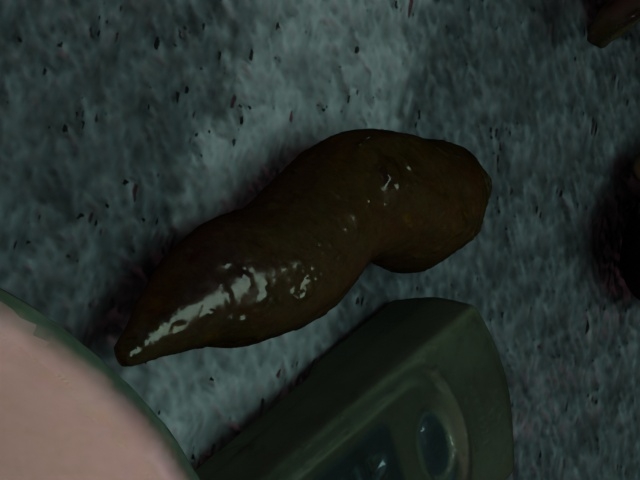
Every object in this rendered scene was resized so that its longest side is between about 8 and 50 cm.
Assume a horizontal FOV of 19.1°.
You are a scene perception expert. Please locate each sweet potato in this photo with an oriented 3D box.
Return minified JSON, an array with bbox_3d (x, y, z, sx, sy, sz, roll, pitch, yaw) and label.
[{"bbox_3d":[0.000,-0.004,0.705,0.218,0.051,0.065,-23,109,-47],"label":"sweet potato"}]

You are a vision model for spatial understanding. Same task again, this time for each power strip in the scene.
[{"bbox_3d":[-0.021,0.111,0.689,0.286,0.048,0.080,-34,114,-42],"label":"power strip"}]

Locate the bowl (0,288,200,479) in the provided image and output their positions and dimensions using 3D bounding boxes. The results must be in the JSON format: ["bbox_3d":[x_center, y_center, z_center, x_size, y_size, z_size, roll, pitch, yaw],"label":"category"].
[{"bbox_3d":[-0.166,0.149,0.434,0.307,0.163,0.307,-1,92,-48],"label":"bowl"}]

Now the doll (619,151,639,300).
[{"bbox_3d":[0.204,-0.015,0.916,0.179,0.102,0.089,-24,148,-47],"label":"doll"}]

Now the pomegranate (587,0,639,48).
[{"bbox_3d":[0.217,-0.233,0.796,0.291,0.291,0.323,28,78,-45],"label":"pomegranate"}]
